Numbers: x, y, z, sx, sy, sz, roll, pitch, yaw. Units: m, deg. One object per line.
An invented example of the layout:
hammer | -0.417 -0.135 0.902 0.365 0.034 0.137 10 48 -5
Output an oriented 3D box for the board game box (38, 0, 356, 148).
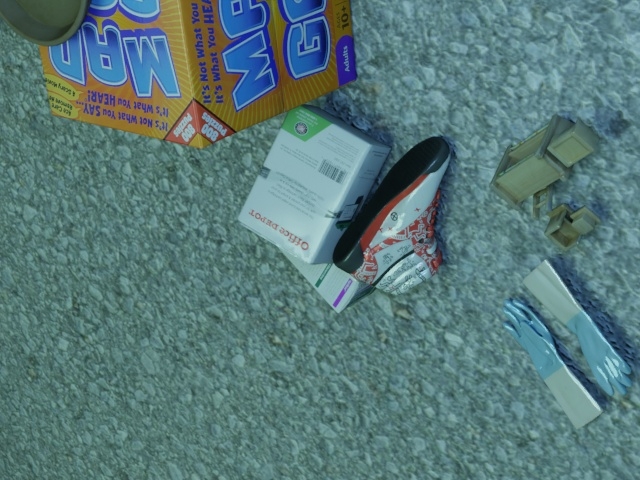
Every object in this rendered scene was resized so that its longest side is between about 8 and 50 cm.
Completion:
board game box | -0.203 -0.389 2.181 0.356 0.356 0.356 15 121 40

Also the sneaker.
sneaker | 0.152 -0.032 2.230 0.145 0.090 0.270 31 109 -25

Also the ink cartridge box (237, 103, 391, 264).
ink cartridge box | -0.011 -0.090 2.274 0.160 0.092 0.219 32 103 23

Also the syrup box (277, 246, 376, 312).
syrup box | 0.000 0.000 2.390 0.237 0.093 0.096 48 136 15

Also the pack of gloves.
pack of gloves | 0.381 0.154 2.143 0.232 0.046 0.195 55 150 12

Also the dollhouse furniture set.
dollhouse furniture set | 0.368 -0.096 1.993 0.161 0.101 0.182 40 140 -13

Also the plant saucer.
plant saucer | -0.425 -0.426 2.081 0.278 0.041 0.278 24 127 35
